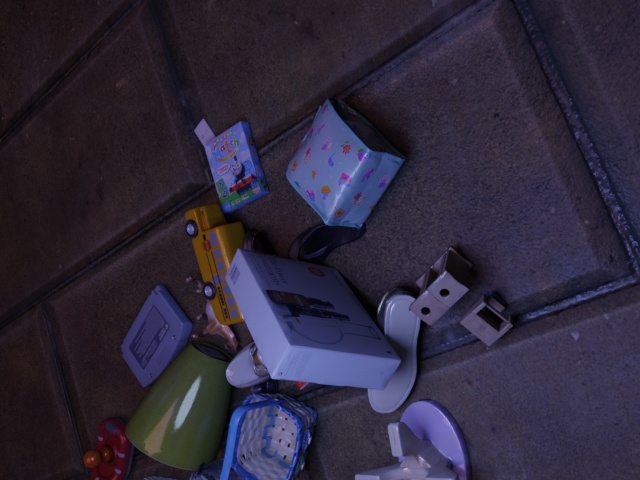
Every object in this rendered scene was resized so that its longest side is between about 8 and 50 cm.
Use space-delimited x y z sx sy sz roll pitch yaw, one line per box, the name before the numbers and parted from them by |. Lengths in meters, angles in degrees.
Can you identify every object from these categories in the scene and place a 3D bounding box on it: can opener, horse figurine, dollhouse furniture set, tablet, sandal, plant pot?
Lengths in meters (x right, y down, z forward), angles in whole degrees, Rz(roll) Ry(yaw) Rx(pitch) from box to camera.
can opener | -0.165 0.355 1.916 0.059 0.073 0.186 136 124 -73
horse figurine | -0.315 0.189 2.007 0.174 0.066 0.263 0 95 43
dollhouse furniture set | 0.308 0.137 1.518 0.183 0.129 0.129 39 119 -4
tablet | -0.339 -0.311 2.036 0.054 0.006 0.083 -46 65 30
sandal | 0.000 -0.001 1.763 0.254 0.054 0.097 -35 72 33
plant pot | -0.363 0.444 1.957 0.275 0.275 0.293 27 94 33

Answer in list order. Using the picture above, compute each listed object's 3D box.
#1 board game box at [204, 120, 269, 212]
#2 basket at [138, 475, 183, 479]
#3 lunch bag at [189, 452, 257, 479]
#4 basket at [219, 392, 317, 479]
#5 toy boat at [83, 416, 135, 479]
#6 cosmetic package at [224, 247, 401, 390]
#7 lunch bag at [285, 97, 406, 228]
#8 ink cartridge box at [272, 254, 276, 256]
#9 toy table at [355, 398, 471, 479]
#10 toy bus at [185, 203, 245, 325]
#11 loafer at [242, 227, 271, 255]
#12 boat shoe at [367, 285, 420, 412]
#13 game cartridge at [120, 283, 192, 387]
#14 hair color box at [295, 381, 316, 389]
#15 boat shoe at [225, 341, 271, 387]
board game box | -0.238 -0.203 1.944 0.160 0.039 0.211 -25 77 36
basket | -0.510 0.800 2.155 0.167 0.113 0.103 -9 85 36
lunch bag | -0.245 0.742 1.861 0.212 0.256 0.305 14 100 36
basket | -0.144 0.510 1.751 0.201 0.289 0.255 21 104 34
toy boat | -0.709 0.706 2.277 0.151 0.151 0.231 21 105 35
cosmetic package | -0.028 0.172 1.570 0.097 0.284 0.377 -62 34 19
lunch bag | 0.042 -0.190 1.653 0.262 0.160 0.223 52 121 38
ink cartridge box | -0.134 0.142 1.796 0.127 0.072 0.175 -27 95 24
toy table | 0.221 0.513 1.558 0.252 0.161 0.274 -26 78 35
toy bus | -0.261 0.060 1.909 0.130 0.108 0.333 -16 90 38
loafer | -0.145 0.071 1.871 0.078 0.080 0.220 -11 95 33
boat shoe | 0.170 0.256 1.626 0.109 0.091 0.305 6 107 -7
game cartridge | -0.513 0.310 2.172 0.198 0.062 0.297 46 117 22
hair color box | 0.011 0.301 1.747 0.167 0.093 0.053 -47 66 28
boat shoe | -0.140 0.299 1.817 0.302 0.103 0.113 -34 73 20
